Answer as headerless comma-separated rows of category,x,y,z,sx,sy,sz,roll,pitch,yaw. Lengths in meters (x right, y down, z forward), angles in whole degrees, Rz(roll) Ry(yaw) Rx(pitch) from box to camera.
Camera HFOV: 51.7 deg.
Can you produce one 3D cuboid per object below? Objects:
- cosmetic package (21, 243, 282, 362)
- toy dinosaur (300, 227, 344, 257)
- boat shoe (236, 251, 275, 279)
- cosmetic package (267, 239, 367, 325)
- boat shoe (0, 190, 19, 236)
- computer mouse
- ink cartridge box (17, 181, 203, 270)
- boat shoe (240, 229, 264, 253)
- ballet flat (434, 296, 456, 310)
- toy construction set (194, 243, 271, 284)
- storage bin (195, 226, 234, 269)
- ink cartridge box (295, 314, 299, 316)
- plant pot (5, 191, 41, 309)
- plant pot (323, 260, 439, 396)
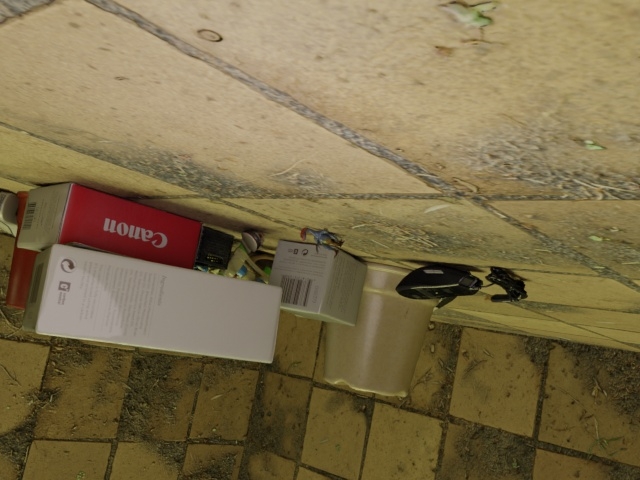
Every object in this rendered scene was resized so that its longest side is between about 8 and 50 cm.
cosmetic package,-0.331,0.136,1.320,0.452,0.162,0.230,13,168,-28
toy dinosaur,0.000,0.000,1.238,0.082,0.047,0.090,30,-179,-3
boat shoe,-0.086,0.119,1.894,0.341,0.122,0.110,19,168,-35
cosmetic package,-0.007,0.100,1.510,0.151,0.152,0.183,7,169,30
boat shoe,-0.793,-0.067,1.662,0.088,0.096,0.267,16,171,-4
computer mouse,0.302,0.090,1.396,0.261,0.060,0.184,-11,156,39
ink cartridge box,-0.415,-0.014,1.374,0.271,0.130,0.309,-1,166,45
boat shoe,-0.141,-0.002,1.409,0.043,0.049,0.137,-31,178,-13
ballet flat,0.262,0.175,1.901,0.280,0.096,0.095,4,170,42
toy construction set,-0.241,0.102,1.740,0.215,0.151,0.327,39,144,-17
storage bin,-0.312,0.013,1.593,0.180,0.085,0.122,6,171,37
ink cartridge box,0.015,0.182,2.104,0.085,0.148,0.203,14,173,-34
plant pot,-0.626,0.046,1.603,0.272,0.265,0.272,11,172,2
plant pot,0.139,0.230,1.699,0.333,0.306,0.334,11,172,2
